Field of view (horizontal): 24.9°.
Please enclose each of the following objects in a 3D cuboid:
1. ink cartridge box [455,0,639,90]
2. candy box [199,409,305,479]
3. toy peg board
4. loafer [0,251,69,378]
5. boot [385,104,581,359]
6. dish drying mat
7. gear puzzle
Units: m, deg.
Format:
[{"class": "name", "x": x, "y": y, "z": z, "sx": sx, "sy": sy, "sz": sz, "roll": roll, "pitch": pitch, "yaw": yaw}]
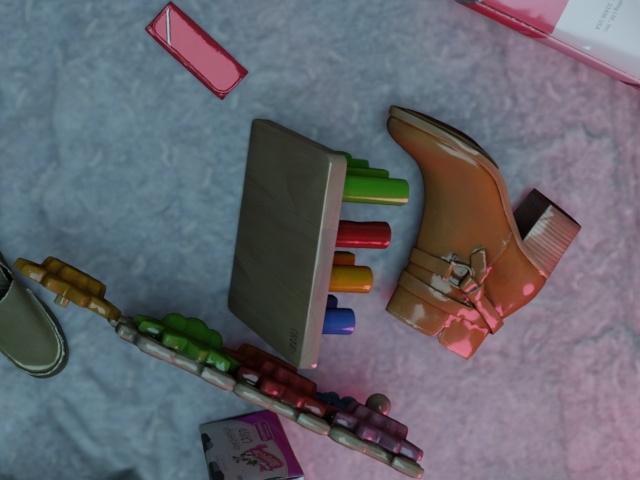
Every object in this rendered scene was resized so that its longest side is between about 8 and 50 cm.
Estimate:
[{"class": "ink cartridge box", "x": 0.274, "y": -0.219, "z": 1.126, "sx": 0.283, "sy": 0.117, "sz": 0.207, "roll": 24, "pitch": 98, "yaw": -12}, {"class": "candy box", "x": -0.037, "y": 0.273, "z": 1.176, "sx": 0.071, "sy": 0.159, "sz": 0.233, "roll": -13, "pitch": 105, "yaw": -7}, {"class": "toy peg board", "x": 0.000, "y": 0.000, "z": 1.125, "sx": 0.079, "sy": 0.161, "sz": 0.161, "roll": 3, "pitch": 103, "yaw": -24}, {"class": "loafer", "x": -0.254, "y": 0.053, "z": 1.150, "sx": 0.056, "sy": 0.050, "sz": 0.148, "roll": -35, "pitch": 105, "yaw": 1}, {"class": "boot", "x": 0.098, "y": -0.004, "z": 1.178, "sx": 0.197, "sy": 0.073, "sz": 0.152, "roll": 37, "pitch": 100, "yaw": -11}, {"class": "dish drying mat", "x": -0.098, "y": -0.150, "z": 1.147, "sx": 0.083, "sy": 0.008, "sz": 0.032, "roll": 42, "pitch": 93, "yaw": -14}, {"class": "gear puzzle", "x": -0.078, "y": 0.084, "z": 1.122, "sx": 0.339, "sy": 0.175, "sz": 0.044, "roll": 27, "pitch": 87, "yaw": -12}]
